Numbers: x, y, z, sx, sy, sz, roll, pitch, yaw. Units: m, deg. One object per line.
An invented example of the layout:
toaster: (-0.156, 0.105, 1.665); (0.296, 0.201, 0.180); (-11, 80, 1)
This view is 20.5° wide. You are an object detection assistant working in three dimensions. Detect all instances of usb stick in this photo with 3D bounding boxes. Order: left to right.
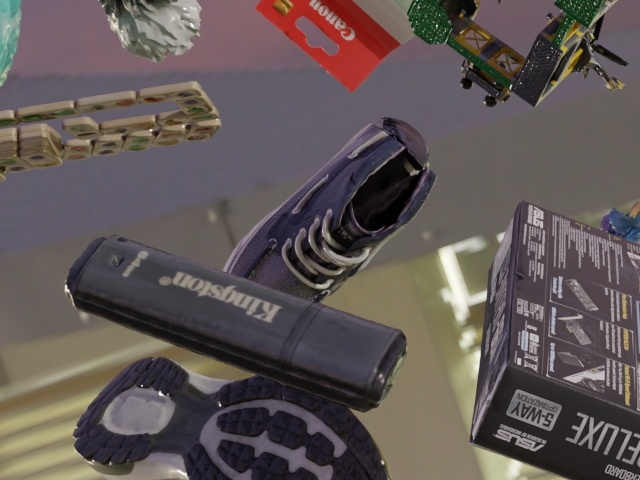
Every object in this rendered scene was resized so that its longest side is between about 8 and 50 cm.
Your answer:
usb stick: (-0.067, 0.062, 1.376); (0.278, 0.045, 0.077); (18, 55, 19)

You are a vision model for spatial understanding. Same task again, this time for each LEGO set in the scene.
LEGO set: (0.263, -0.325, 2.017); (0.192, 0.255, 0.331); (-43, -23, -38)

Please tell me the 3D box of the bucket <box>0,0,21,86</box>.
bucket: (-0.345, -0.152, 1.199); (0.281, 0.281, 0.183); (-19, 12, 12)

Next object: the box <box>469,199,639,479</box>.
box: (0.250, 0.096, 1.388); (0.242, 0.076, 0.307); (20, 25, -2)

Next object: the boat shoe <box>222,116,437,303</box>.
boat shoe: (0.000, 0.000, 2.057); (0.340, 0.127, 0.158); (-51, 10, 4)

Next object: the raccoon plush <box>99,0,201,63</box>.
raccoon plush: (-0.238, -0.298, 1.169); (0.299, 0.446, 0.216); (-20, 18, -24)

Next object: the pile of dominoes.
pile of dominoes: (-0.220, -0.093, 1.722); (0.251, 0.040, 0.196); (-8, -11, 8)

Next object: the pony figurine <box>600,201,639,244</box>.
pony figurine: (0.394, 0.087, 1.911); (0.302, 0.351, 0.363); (3, 0, -4)

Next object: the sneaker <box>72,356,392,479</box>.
sneaker: (-0.056, 0.225, 1.721); (0.410, 0.182, 0.158); (13, 65, 48)

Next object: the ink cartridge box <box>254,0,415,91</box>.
ink cartridge box: (0.057, -0.317, 2.238); (0.225, 0.181, 0.056); (-48, 20, 8)
